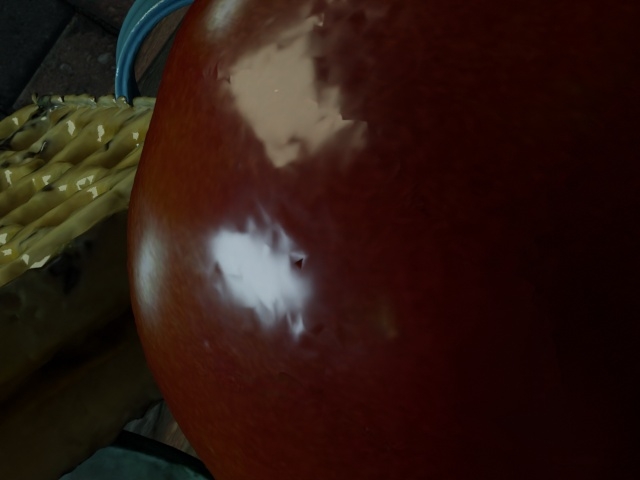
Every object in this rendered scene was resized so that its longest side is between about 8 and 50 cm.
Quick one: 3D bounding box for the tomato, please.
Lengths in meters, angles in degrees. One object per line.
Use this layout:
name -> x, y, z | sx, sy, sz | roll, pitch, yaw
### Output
tomato -> 0.081, -0.001, 0.558 | 0.226, 0.298, 0.299 | 35, 94, 36

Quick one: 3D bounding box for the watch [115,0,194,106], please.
watch -> -0.062, -0.136, 1.395 | 0.211, 0.193, 0.211 | -53, 17, 24

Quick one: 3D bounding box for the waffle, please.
waffle -> -0.179, 0.020, 0.991 | 0.261, 0.114, 0.376 | -39, 19, -16

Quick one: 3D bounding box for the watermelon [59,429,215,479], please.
watermelon -> -0.250, 0.231, 1.160 | 0.293, 0.250, 0.283 | -62, 9, -25
